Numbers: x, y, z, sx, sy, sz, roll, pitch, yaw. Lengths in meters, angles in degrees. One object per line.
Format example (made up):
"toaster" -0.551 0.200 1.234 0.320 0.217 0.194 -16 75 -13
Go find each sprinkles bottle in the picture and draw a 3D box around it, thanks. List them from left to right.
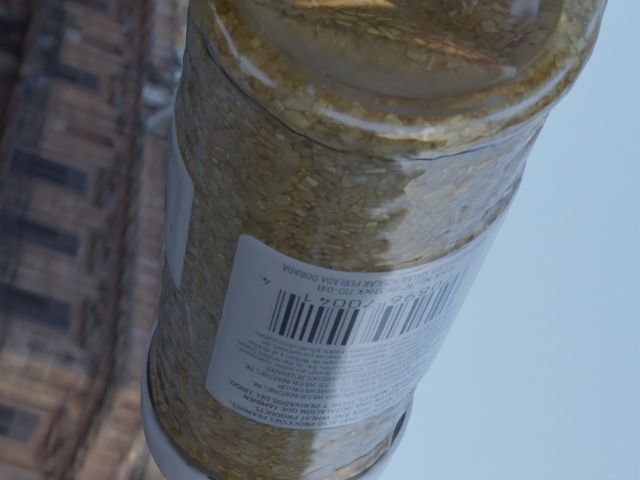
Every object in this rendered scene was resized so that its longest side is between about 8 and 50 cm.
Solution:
"sprinkles bottle" 0.000 0.000 0.596 0.355 0.121 0.121 107 -6 -62
